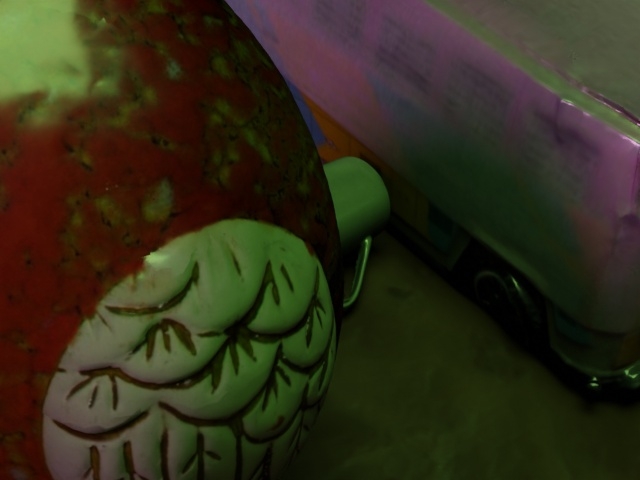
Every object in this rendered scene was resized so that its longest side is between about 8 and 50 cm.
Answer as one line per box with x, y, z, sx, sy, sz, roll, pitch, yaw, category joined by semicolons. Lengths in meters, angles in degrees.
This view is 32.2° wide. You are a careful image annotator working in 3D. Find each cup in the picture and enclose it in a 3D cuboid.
0.000;-0.005;0.580;0.075;0.054;0.083;33;43;32;cup

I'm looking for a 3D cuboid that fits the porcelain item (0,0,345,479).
-0.123;0.011;0.393;0.253;0.253;0.253;4;37;-3;porcelain item

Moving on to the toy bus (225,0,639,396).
0.091;-0.101;0.631;0.171;0.162;0.386;-22;45;-30;toy bus
